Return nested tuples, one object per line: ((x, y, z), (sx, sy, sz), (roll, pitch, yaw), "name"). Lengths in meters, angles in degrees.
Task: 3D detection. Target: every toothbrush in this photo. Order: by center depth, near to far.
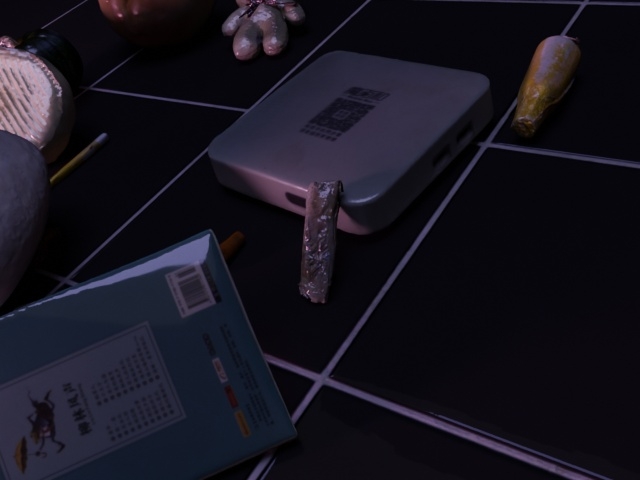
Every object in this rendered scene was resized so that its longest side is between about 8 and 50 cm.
((-0.506, -0.121, 1.343), (0.024, 0.021, 0.288), (21, 52, 23), "toothbrush")

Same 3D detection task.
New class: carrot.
((-0.148, 0.021, 1.042), (0.032, 0.032, 0.093), (15, 44, 33), "carrot")

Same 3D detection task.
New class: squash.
((-0.642, -0.380, 1.573), (0.218, 0.172, 0.218), (-4, 32, 3), "squash")

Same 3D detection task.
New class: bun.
((-0.623, -0.248, 1.411), (0.287, 0.146, 0.287), (-2, 77, 9), "bun")

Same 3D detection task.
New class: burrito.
((-0.001, 0.000, 0.952), (0.051, 0.042, 0.171), (2, 86, 25), "burrito")

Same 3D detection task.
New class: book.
((-0.247, 0.175, 0.776), (0.379, 0.031, 0.264), (-22, 80, -6), "book")

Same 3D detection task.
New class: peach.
((-0.398, -0.596, 1.693), (0.292, 0.247, 0.292), (-2, 68, 5), "peach")

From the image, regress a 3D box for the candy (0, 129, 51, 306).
((-0.590, 0.014, 1.086), (0.386, 0.186, 0.427), (-24, 44, 11), "candy")

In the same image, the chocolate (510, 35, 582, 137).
((0.360, -0.244, 1.137), (0.085, 0.086, 0.219), (12, 51, 31), "chocolate")

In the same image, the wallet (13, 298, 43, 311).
((-0.431, 0.140, 1.010), (0.061, 0.025, 0.122), (-12, 40, 4), "wallet")

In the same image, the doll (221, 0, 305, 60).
((-0.125, -0.524, 1.595), (0.175, 0.149, 0.278), (12, 52, -15), "doll")

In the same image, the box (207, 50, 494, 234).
((0.051, -0.180, 1.159), (0.367, 0.090, 0.373), (23, 53, 37), "box")

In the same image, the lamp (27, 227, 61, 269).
((-0.473, 0.016, 1.168), (0.063, 0.031, 0.083), (-11, 43, 10), "lamp")
